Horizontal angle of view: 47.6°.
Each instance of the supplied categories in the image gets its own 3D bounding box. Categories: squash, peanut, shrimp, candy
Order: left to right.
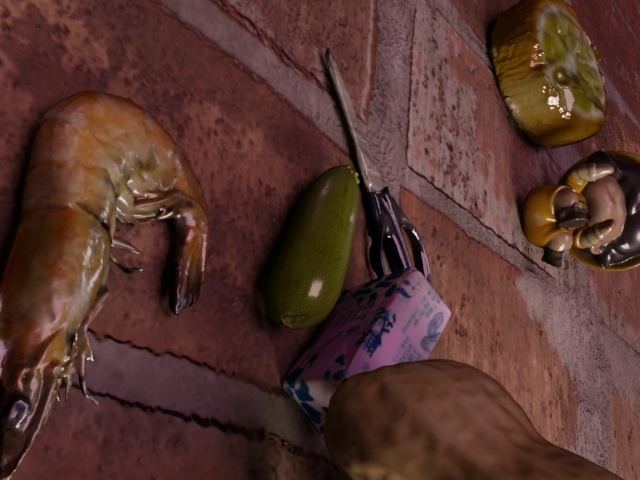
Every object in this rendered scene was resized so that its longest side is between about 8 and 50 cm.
[{"bbox_3d":[-0.142,0.031,0.497,0.169,0.058,0.295,36,48,-41],"label":"shrimp"},{"bbox_3d":[0.000,0.000,0.674,0.066,0.066,0.201,49,41,-28],"label":"squash"},{"bbox_3d":[0.043,0.099,0.667,0.073,0.092,0.160,55,43,-14],"label":"candy"},{"bbox_3d":[0.119,0.162,0.500,0.123,0.257,0.123,-38,142,-39],"label":"peanut"},{"bbox_3d":[0.383,-0.282,1.207,0.260,0.118,0.259,22,60,-43],"label":"candy"}]

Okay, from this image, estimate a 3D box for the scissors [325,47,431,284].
[{"bbox_3d":[0.056,-0.067,0.801,0.109,0.022,0.299,-26,97,-55],"label":"scissors"}]

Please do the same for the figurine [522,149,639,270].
[{"bbox_3d":[0.425,-0.047,1.139,0.257,0.167,0.192,-1,99,-30],"label":"figurine"}]
